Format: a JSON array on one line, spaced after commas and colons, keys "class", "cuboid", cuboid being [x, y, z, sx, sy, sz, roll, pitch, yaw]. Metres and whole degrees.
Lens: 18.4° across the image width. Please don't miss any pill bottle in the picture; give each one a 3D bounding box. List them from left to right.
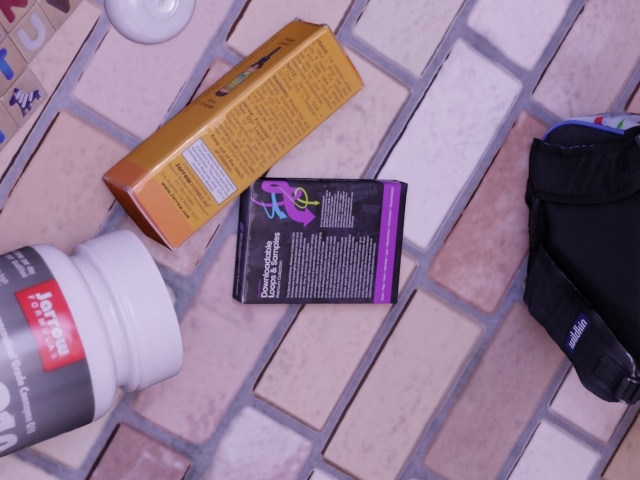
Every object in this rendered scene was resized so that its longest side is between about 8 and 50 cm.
[{"class": "pill bottle", "cuboid": [-0.269, 0.097, 1.646, 0.283, 0.161, 0.161, -20, 109, -20]}]

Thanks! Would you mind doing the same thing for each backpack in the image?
[{"class": "backpack", "cuboid": [0.307, -0.007, 1.841, 0.213, 0.263, 0.277, -3, 106, -30]}]

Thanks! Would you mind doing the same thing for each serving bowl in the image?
[{"class": "serving bowl", "cuboid": [-0.144, -0.210, 1.714, 0.083, 0.027, 0.083, -5, 103, -23]}]

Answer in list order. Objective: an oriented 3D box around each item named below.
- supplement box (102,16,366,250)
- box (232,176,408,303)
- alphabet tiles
[{"class": "supplement box", "cuboid": [-0.074, -0.097, 1.744, 0.233, 0.078, 0.080, -42, 115, -11]}, {"class": "box", "cuboid": [0.000, 0.000, 1.827, 0.162, 0.029, 0.116, 1, 100, -27]}, {"class": "alphabet tiles", "cuboid": [-0.290, -0.153, 1.615, 0.237, 0.009, 0.198, -53, 143, -20]}]
